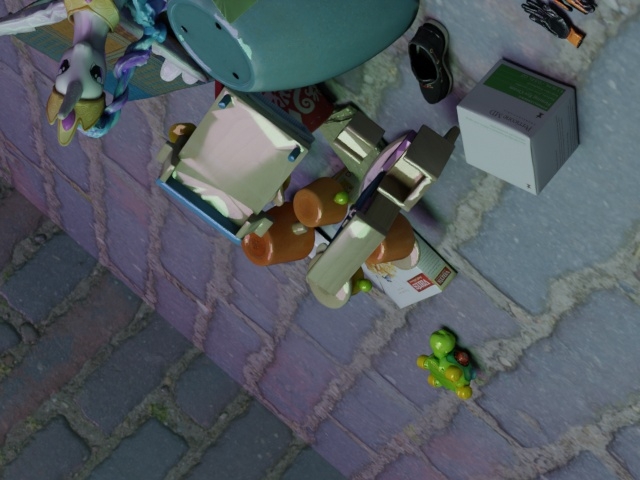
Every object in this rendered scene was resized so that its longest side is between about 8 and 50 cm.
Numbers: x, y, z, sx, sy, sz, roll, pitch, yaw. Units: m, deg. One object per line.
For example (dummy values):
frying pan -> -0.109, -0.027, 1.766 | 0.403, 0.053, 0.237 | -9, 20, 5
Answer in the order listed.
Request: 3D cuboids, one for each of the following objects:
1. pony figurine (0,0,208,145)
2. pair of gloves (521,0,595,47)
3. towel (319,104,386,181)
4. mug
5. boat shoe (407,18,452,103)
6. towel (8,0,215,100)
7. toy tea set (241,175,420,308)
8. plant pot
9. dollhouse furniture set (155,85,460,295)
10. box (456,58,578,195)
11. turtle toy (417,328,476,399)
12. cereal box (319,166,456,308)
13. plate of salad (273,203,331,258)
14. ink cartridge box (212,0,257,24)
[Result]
pony figurine -> -0.276, -0.311, 1.481 | 0.303, 0.363, 0.351 | 10, -170, -6
pair of gloves -> 0.236, -0.232, 1.179 | 0.074, 0.010, 0.083 | 36, 162, 15
towel -> 0.060, -0.129, 1.687 | 0.148, 0.027, 0.110 | 51, 158, -18
mug -> -0.079, -0.210, 1.626 | 0.113, 0.150, 0.169 | -22, 112, 37
boat shoe -> 0.126, -0.203, 1.398 | 0.049, 0.042, 0.133 | 32, 159, 22
towel -> -0.349, -0.320, 1.948 | 0.271, 0.040, 0.370 | 30, 165, -27
toy tea set -> 0.016, -0.018, 1.789 | 0.336, 0.124, 0.200 | 29, 124, 34
plant pot -> -0.062, -0.284, 1.356 | 0.290, 0.195, 0.290 | 37, 159, 17
dollhouse furniture set -> -0.015, -0.136, 1.510 | 0.303, 0.198, 0.286 | 36, 133, -4
box -> 0.218, -0.125, 1.311 | 0.101, 0.087, 0.102 | 29, 156, 32
turtle toy -> 0.217, 0.207, 2.015 | 0.095, 0.066, 0.130 | 19, 149, 48
cereal box -> 0.086, 0.000, 1.865 | 0.240, 0.047, 0.173 | 45, 159, -4
plate of salad -> 0.000, 0.000, 2.015 | 0.200, 0.048, 0.200 | 42, 170, 9
ink cartridge box -> -0.041, -0.345, 1.135 | 0.171, 0.235, 0.056 | 53, 160, -26
